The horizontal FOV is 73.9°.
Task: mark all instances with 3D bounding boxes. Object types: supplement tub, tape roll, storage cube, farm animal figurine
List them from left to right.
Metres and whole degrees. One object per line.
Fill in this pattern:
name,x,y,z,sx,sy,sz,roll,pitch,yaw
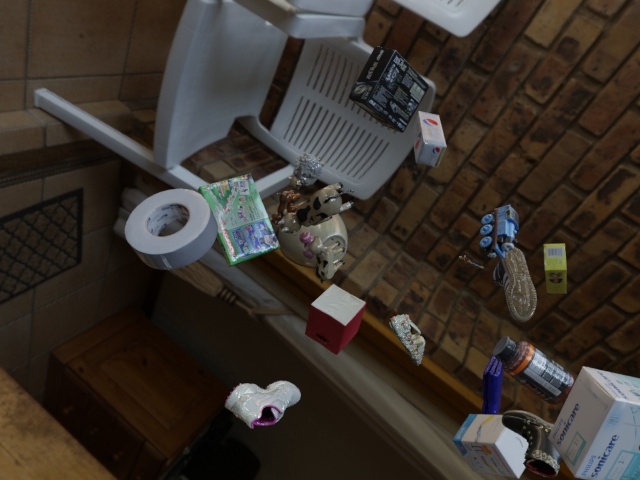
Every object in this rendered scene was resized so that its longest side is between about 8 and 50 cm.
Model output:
tape roll,-0.385,-0.033,1.105,0.219,0.219,0.072,-48,152,-26
farm animal figurine,-0.030,-0.055,1.326,0.172,0.330,0.326,-27,162,-47
storage cube,0.065,0.344,1.886,0.215,0.184,0.193,-37,148,-45
supplement tub,0.581,0.351,1.175,0.106,0.198,0.106,-52,170,-12

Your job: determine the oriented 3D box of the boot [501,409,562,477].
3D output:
boot,0.694,0.666,1.409,0.179,0.237,0.085,-24,112,-41

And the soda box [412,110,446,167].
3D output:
soda box,0.325,-0.309,1.284,0.216,0.069,0.073,-80,-178,-50

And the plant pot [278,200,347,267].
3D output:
plant pot,0.000,0.000,1.699,0.284,0.191,0.283,-15,120,-28

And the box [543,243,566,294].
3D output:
box,0.712,0.091,1.290,0.232,0.058,0.087,42,52,-52

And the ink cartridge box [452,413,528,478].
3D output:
ink cartridge box,0.717,0.848,1.769,0.168,0.171,0.233,-33,180,-35

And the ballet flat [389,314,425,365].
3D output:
ballet flat,0.312,0.340,1.449,0.077,0.241,0.091,-28,-146,7

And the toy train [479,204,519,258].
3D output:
toy train,0.573,-0.026,1.358,0.105,0.080,0.184,-22,-144,42

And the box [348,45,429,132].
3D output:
box,0.184,-0.396,1.130,0.180,0.077,0.147,19,104,-46

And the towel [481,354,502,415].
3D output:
towel,0.817,0.711,2.025,0.228,0.076,0.308,-28,120,-58

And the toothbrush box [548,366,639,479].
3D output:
toothbrush box,0.723,0.438,0.971,0.126,0.296,0.216,-87,-169,-73

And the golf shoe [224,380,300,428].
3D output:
golf shoe,-0.156,0.527,1.345,0.306,0.140,0.115,17,104,-50

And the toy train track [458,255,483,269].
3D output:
toy train track,0.493,0.069,1.388,0.014,0.083,0.048,-57,159,-14

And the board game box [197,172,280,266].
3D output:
board game box,-0.309,-0.082,1.627,0.214,0.317,0.046,-21,177,-29

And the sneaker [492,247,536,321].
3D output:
sneaker,0.713,0.181,1.577,0.153,0.099,0.282,84,9,-61
